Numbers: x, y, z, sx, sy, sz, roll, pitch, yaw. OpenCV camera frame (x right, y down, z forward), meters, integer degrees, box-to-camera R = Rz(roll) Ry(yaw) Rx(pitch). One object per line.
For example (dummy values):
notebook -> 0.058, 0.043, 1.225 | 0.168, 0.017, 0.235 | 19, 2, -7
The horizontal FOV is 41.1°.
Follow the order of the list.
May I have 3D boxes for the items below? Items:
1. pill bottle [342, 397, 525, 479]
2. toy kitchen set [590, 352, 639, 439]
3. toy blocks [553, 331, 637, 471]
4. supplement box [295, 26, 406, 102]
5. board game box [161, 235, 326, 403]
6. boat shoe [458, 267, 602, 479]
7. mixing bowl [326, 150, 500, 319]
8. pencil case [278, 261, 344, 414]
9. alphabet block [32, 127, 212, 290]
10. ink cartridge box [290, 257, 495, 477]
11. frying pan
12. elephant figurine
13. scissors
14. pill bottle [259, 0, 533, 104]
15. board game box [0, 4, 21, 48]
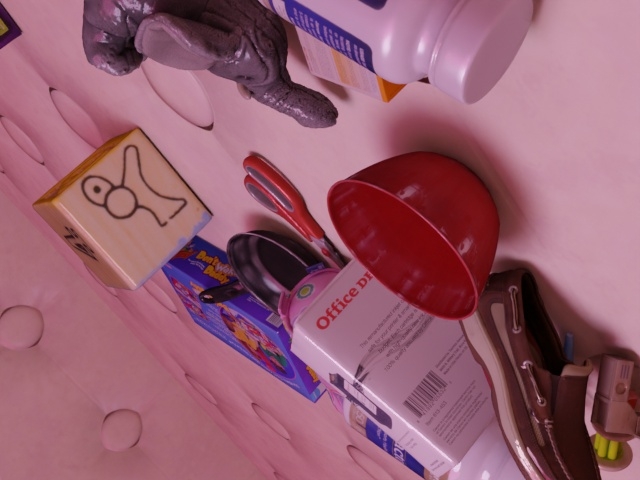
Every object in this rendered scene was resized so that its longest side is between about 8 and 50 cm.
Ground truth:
pill bottle -> 0.173, 0.249, 1.134 | 0.265, 0.153, 0.153 | 30, 155, 32
toy kitchen set -> 0.326, 0.159, 0.843 | 0.083, 0.075, 0.068 | 8, -177, -11
toy blocks -> 0.285, 0.168, 0.919 | 0.123, 0.054, 0.148 | 19, 134, 29
supplement box -> 0.029, -0.171, 0.772 | 0.098, 0.036, 0.062 | 28, 154, 34
board game box -> -0.140, 0.134, 1.582 | 0.347, 0.078, 0.233 | 28, 153, 36
boat shoe -> 0.226, 0.148, 0.849 | 0.095, 0.095, 0.257 | -33, 78, 38
mixing bowl -> 0.106, -0.019, 0.831 | 0.181, 0.098, 0.181 | 38, 158, 18
pencil case -> 0.031, 0.152, 1.227 | 0.124, 0.124, 0.284 | 30, 161, 32
alphabet block -> -0.337, -0.049, 1.445 | 0.197, 0.192, 0.193 | 52, 155, -18
ink cartridge box -> 0.106, 0.130, 1.003 | 0.237, 0.172, 0.100 | 40, 158, 11
frying pan -> -0.077, 0.081, 1.354 | 0.197, 0.053, 0.326 | 39, 150, 1
elephant figurine -> -0.101, -0.214, 0.814 | 0.240, 0.186, 0.169 | 23, 109, 21
scissors -> 0.000, 0.000, 1.162 | 0.297, 0.021, 0.109 | 45, 159, 0
pill bottle -> 0.051, -0.179, 0.615 | 0.187, 0.112, 0.112 | 36, 157, 20
board game box -> -0.660, -0.410, 1.330 | 0.056, 0.208, 0.346 | 16, 145, 50
